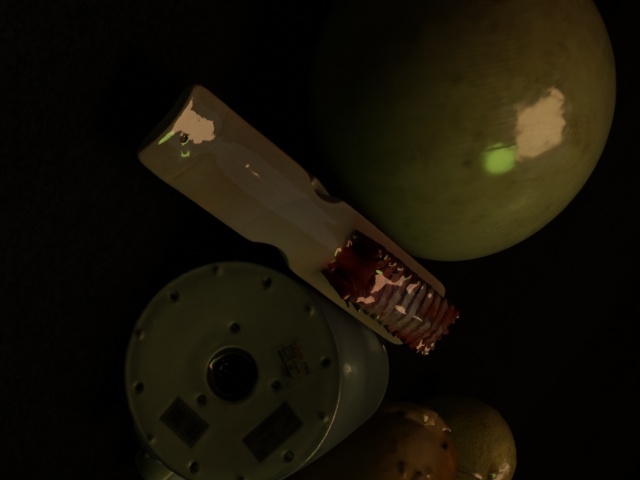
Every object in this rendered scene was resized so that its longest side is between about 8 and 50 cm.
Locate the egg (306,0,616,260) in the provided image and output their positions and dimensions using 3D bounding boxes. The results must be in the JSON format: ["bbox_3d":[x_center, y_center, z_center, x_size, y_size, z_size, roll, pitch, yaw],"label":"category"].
[{"bbox_3d":[0.098,-0.092,1.079,0.218,0.218,0.295,-50,164,-26],"label":"egg"}]

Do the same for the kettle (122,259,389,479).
[{"bbox_3d":[-0.049,0.120,1.136,0.210,0.160,0.243,-44,166,8],"label":"kettle"}]

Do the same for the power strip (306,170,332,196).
[{"bbox_3d":[-0.014,-0.013,1.119,0.048,0.080,0.286,-54,160,-3],"label":"power strip"}]

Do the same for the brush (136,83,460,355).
[{"bbox_3d":[0.000,0.000,0.983,0.060,0.050,0.321,-50,138,3],"label":"brush"}]

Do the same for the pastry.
[{"bbox_3d":[0.003,0.284,1.362,0.284,0.184,0.316,41,70,-80],"label":"pastry"}]

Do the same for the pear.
[{"bbox_3d":[0.148,0.258,1.731,0.167,0.136,0.167,-44,149,-35],"label":"pear"}]
